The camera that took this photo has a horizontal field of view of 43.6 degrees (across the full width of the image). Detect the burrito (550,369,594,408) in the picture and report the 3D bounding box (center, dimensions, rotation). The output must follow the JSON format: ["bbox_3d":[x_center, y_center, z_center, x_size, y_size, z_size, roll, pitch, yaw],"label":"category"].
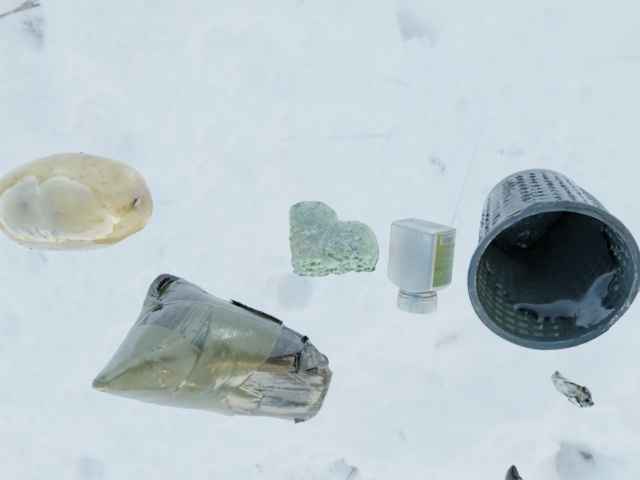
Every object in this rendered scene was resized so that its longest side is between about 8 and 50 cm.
[{"bbox_3d":[0.498,0.298,1.588,0.051,0.171,0.042,34,90,0],"label":"burrito"}]

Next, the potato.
[{"bbox_3d":[-0.272,-0.041,0.866,0.178,0.118,0.109,-6,104,16],"label":"potato"}]

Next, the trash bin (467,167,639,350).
[{"bbox_3d":[0.243,0.002,0.874,0.175,0.161,0.175,3,121,5],"label":"trash bin"}]

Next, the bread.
[{"bbox_3d":[0.000,0.000,1.550,0.232,0.172,0.064,33,152,33],"label":"bread"}]

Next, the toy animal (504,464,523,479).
[{"bbox_3d":[0.371,0.549,1.543,0.179,0.116,0.219,27,101,18],"label":"toy animal"}]

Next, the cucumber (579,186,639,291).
[{"bbox_3d":[0.536,-0.019,1.530,0.063,0.115,0.244,-41,108,-3],"label":"cucumber"}]

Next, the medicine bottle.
[{"bbox_3d":[0.214,0.056,1.721,0.132,0.088,0.189,17,109,43],"label":"medicine bottle"}]

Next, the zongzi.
[{"bbox_3d":[-0.129,0.186,1.055,0.289,0.317,0.154,20,105,-2],"label":"zongzi"}]
